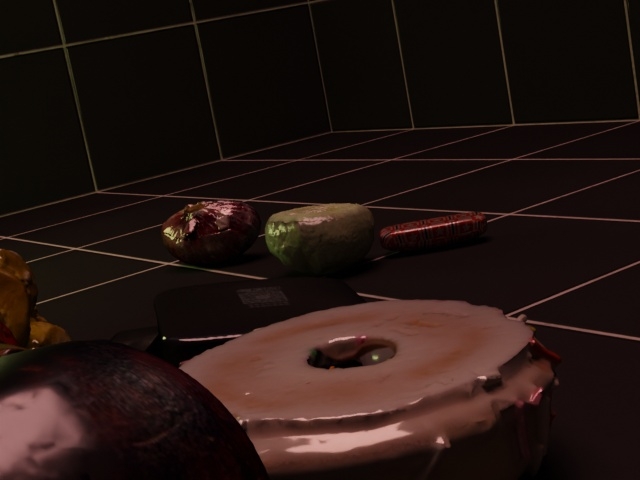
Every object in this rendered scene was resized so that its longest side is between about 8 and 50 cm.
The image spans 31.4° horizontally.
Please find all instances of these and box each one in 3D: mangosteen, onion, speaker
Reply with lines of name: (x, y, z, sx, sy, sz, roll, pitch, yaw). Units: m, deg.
mangosteen: (-0.189, 0.176, 0.691, 0.306, 0.359, 0.306, -33, -11, -7)
onion: (-0.213, 0.003, 2.264, 0.206, 0.151, 0.098, -18, 42, 20)
speaker: (-0.272, 0.172, 1.578, 0.082, 0.044, 0.218, -9, 11, 10)

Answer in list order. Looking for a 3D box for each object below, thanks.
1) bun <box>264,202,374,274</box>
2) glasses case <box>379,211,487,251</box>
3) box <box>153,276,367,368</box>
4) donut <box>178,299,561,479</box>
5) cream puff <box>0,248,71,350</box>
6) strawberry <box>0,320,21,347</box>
bun: (0.000, 0.000, 2.012, 0.195, 0.118, 0.195, -4, 10, 1)
glasses case: (0.203, -0.010, 2.045, 0.194, 0.049, 0.073, -10, 12, 5)
box: (-0.077, 0.112, 1.561, 0.290, 0.073, 0.289, -4, 11, -11)
donut: (0.036, 0.166, 1.059, 0.383, 0.142, 0.382, -10, 12, 2)
cream puff: (-0.498, 0.118, 1.541, 0.291, 0.257, 0.324, -4, 12, 12)
strawberry: (-0.359, 0.169, 1.154, 0.205, 0.244, 0.205, -9, 13, 2)
